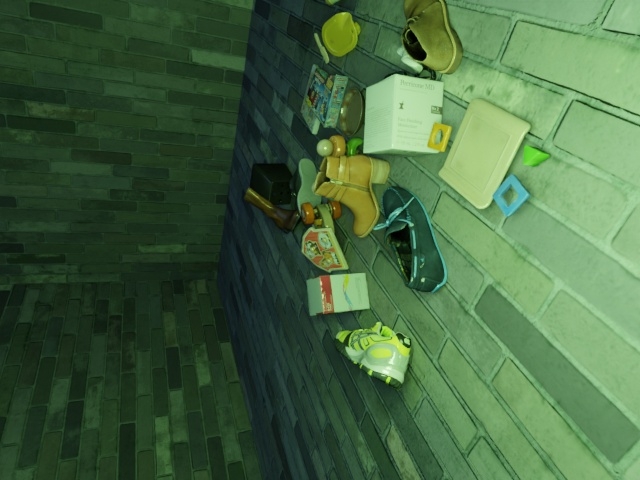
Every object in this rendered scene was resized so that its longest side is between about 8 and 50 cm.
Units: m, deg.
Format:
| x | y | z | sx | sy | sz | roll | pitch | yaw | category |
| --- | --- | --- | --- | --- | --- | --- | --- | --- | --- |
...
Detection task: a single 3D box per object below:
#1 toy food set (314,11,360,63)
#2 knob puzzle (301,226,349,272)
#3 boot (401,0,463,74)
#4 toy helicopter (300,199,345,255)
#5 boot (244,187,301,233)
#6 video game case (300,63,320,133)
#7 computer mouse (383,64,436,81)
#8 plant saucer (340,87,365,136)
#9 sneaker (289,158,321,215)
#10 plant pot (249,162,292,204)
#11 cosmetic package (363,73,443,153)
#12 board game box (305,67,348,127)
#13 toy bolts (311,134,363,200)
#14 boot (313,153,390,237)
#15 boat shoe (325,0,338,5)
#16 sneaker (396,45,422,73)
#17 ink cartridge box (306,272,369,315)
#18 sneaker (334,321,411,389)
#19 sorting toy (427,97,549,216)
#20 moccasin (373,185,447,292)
| x | y | z | sx | sy | sz | roll | pitch | yaw | category |
| --- | --- | --- | --- | --- | --- | --- | --- | --- | --- |
| 0.075 | -0.746 | 1.566 | 0.218 | 0.071 | 0.128 | 1 | 127 | 57 | toy food set |
| -0.005 | 0.040 | 1.608 | 0.213 | 0.030 | 0.213 | 24 | 133 | 28 | knob puzzle |
| 0.258 | -0.555 | 1.111 | 0.112 | 0.115 | 0.305 | 118 | 146 | -51 | boot |
| 0.000 | 0.000 | 1.723 | 0.355 | 0.140 | 0.235 | 118 | 137 | -65 | toy helicopter |
| -0.219 | -0.162 | 2.017 | 0.096 | 0.280 | 0.264 | -52 | 9 | -14 | boot |
| -0.024 | -0.610 | 1.868 | 0.206 | 0.026 | 0.227 | -113 | 33 | -43 | video game case |
| 0.242 | -0.456 | 1.234 | 0.242 | 0.041 | 0.071 | -158 | 71 | -64 | computer mouse |
| 0.117 | -0.452 | 1.536 | 0.168 | 0.029 | 0.169 | -179 | 90 | -66 | plant saucer |
| -0.070 | -0.196 | 1.881 | 0.147 | 0.104 | 0.296 | 128 | 143 | -57 | sneaker |
| -0.235 | -0.268 | 2.171 | 0.167 | 0.187 | 0.188 | 44 | 130 | 44 | plant pot |
| 0.217 | -0.323 | 1.150 | 0.151 | 0.151 | 0.184 | -165 | 76 | -66 | cosmetic package |
| 0.029 | -0.574 | 1.678 | 0.194 | 0.060 | 0.194 | 61 | 141 | 34 | board game box |
| 0.035 | -0.257 | 1.558 | 0.218 | 0.158 | 0.229 | -166 | 78 | -66 | toy bolts |
| 0.085 | -0.136 | 1.364 | 0.109 | 0.220 | 0.284 | -118 | 36 | -47 | boot |
| 0.051 | -1.040 | 1.638 | 0.089 | 0.104 | 0.285 | -7 | 87 | 28 | boat shoe |
| 0.251 | -0.508 | 1.177 | 0.061 | 0.053 | 0.152 | -44 | 36 | 30 | sneaker |
| 0.059 | 0.184 | 1.474 | 0.128 | 0.176 | 0.127 | 150 | 116 | -64 | ink cartridge box |
| 0.166 | 0.329 | 1.326 | 0.147 | 0.145 | 0.384 | -60 | 19 | -9 | sneaker |
| 0.360 | -0.193 | 0.956 | 0.348 | 0.047 | 0.196 | 60 | 138 | 49 | sorting toy |
| 0.228 | -0.022 | 1.160 | 0.138 | 0.116 | 0.342 | 114 | 147 | -42 | moccasin |
